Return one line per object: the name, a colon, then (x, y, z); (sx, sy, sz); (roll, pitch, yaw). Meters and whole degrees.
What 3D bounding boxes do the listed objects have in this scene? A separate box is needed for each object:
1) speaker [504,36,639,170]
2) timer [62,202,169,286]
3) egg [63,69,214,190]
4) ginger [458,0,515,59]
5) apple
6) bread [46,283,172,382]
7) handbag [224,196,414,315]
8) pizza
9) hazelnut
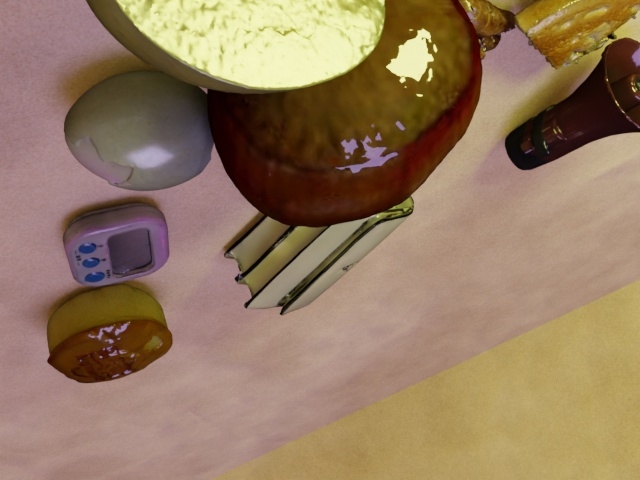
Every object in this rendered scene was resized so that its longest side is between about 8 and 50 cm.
speaker: (0.538, -0.274, 1.722); (0.259, 0.198, 0.329); (-55, -166, -27)
timer: (-0.386, 0.008, 1.628); (0.191, 0.069, 0.208); (-13, 150, -16)
egg: (-0.274, -0.166, 1.288); (0.217, 0.183, 0.183); (4, 143, -27)
ginger: (0.260, -0.353, 1.442); (0.162, 0.073, 0.103); (5, 143, -42)
apple: (-0.081, -0.338, 0.947); (0.360, 0.311, 0.320); (13, 123, -34)
bread: (-0.457, 0.209, 1.845); (0.270, 0.148, 0.270); (-17, 151, -10)
handbag: (0.000, 0.000, 1.795); (0.236, 0.160, 0.358); (0, 146, -48)
pizza: (0.447, -0.387, 1.505); (0.289, 0.081, 0.229); (-22, 157, -13)
hazelnut: (0.039, -0.201, 1.263); (0.421, 0.353, 0.421); (-38, 149, -28)
